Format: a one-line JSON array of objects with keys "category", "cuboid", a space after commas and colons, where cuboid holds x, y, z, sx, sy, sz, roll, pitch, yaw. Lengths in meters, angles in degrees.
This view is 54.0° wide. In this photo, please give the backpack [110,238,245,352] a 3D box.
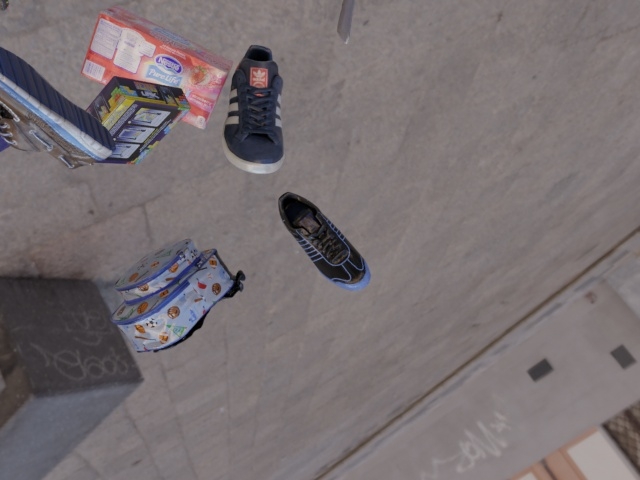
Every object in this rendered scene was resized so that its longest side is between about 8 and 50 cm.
[{"category": "backpack", "cuboid": [-0.363, 0.136, 1.500, 0.276, 0.213, 0.263, -22, -152, 40]}]

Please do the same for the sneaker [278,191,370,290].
[{"category": "sneaker", "cuboid": [0.000, 0.000, 1.181, 0.081, 0.232, 0.090, -44, 157, -7]}]

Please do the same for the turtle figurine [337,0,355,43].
[{"category": "turtle figurine", "cuboid": [0.090, -0.355, 0.508, 0.274, 0.266, 0.198, -24, 159, -14]}]

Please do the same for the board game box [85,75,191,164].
[{"category": "board game box", "cuboid": [-0.323, -0.195, 1.048, 0.170, 0.048, 0.141, -36, 162, 30]}]

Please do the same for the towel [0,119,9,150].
[{"category": "towel", "cuboid": [-0.939, -0.312, 1.777, 0.308, 0.076, 0.227, -20, -174, 34]}]

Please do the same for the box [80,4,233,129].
[{"category": "box", "cuboid": [-0.371, -0.402, 1.455, 0.300, 0.142, 0.154, 23, 114, -12]}]

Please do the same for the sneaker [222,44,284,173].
[{"category": "sneaker", "cuboid": [-0.135, -0.287, 1.309, 0.131, 0.350, 0.148, 3, 134, -16]}]

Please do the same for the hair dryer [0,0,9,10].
[{"category": "hair dryer", "cuboid": [-0.880, -0.689, 1.526, 0.223, 0.080, 0.293, 2, 141, -24]}]

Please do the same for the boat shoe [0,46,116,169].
[{"category": "boat shoe", "cuboid": [-0.291, -0.123, 0.637, 0.066, 0.066, 0.183, -34, 145, 8]}]
